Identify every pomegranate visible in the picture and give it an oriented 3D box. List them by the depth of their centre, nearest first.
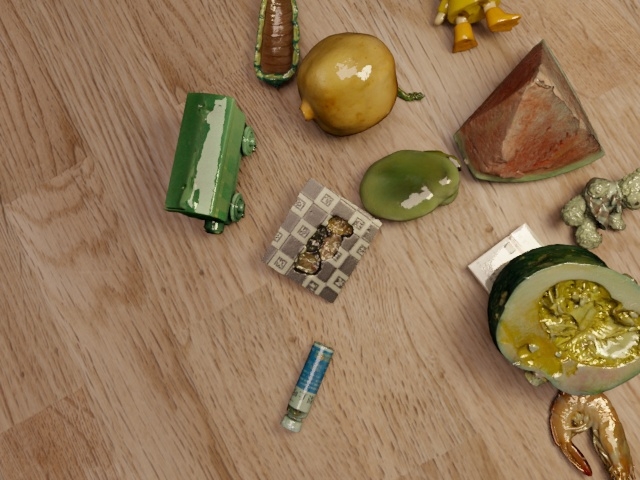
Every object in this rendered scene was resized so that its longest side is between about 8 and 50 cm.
[{"bbox_3d":[0.061,-0.337,1.206,0.233,0.233,0.233,-1,81,8],"label":"pomegranate"}]

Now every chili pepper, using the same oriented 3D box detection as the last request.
[{"bbox_3d":[0.202,-0.338,1.281,0.083,0.022,0.027,21,86,15],"label":"chili pepper"}]

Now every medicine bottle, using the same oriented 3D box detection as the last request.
[{"bbox_3d":[-0.028,0.314,1.194,0.051,0.051,0.191,22,84,11],"label":"medicine bottle"}]

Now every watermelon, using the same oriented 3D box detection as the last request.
[{"bbox_3d":[0.409,-0.285,1.142,0.283,0.293,0.251,-24,49,4],"label":"watermelon"}]

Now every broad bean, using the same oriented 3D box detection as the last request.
[{"bbox_3d":[0.196,-0.127,1.209,0.227,0.100,0.169,-24,64,1],"label":"broad bean"}]

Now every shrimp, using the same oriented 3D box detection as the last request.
[{"bbox_3d":[0.542,0.405,1.101,0.132,0.053,0.236,-19,76,2],"label":"shrimp"}]

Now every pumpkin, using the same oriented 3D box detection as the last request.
[{"bbox_3d":[0.470,0.139,1.080,0.292,0.197,0.263,34,106,-5],"label":"pumpkin"}]

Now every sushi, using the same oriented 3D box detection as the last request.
[{"bbox_3d":[0.000,0.000,1.240,0.192,0.050,0.215,32,91,-5],"label":"sushi"}]

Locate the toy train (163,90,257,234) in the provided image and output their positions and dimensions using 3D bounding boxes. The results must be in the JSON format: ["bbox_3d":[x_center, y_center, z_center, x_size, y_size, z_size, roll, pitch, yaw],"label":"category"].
[{"bbox_3d":[-0.232,-0.170,1.224,0.120,0.202,0.301,8,83,13],"label":"toy train"}]

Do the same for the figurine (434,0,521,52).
[{"bbox_3d":[0.328,-0.618,1.237,0.215,0.187,0.344,-16,86,17],"label":"figurine"}]

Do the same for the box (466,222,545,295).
[{"bbox_3d":[0.400,0.043,1.184,0.154,0.040,0.084,-37,77,2],"label":"box"}]

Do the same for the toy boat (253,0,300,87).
[{"bbox_3d":[-0.100,-0.509,1.315,0.108,0.099,0.293,1,89,8],"label":"toy boat"}]

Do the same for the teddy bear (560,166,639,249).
[{"bbox_3d":[0.600,-0.082,1.147,0.213,0.111,0.133,-32,120,11],"label":"teddy bear"}]
